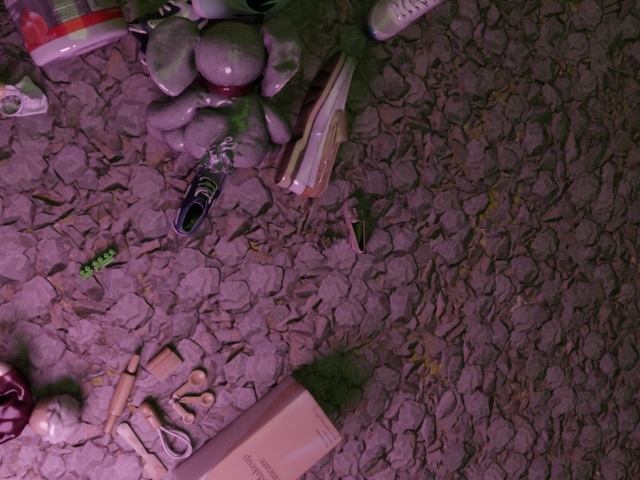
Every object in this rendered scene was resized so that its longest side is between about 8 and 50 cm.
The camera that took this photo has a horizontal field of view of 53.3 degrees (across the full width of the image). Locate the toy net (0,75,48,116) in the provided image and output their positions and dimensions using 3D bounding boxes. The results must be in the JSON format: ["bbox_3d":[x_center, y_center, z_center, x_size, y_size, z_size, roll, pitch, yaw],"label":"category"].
[{"bbox_3d":[-0.608,-0.266,1.125,0.232,0.045,0.122,20,86,-19],"label":"toy net"}]

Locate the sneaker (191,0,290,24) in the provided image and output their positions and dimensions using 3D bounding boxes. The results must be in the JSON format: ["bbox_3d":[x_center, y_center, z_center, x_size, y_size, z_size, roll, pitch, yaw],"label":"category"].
[{"bbox_3d":[-0.098,-0.458,1.198,0.256,0.151,0.094,-33,126,-44],"label":"sneaker"}]

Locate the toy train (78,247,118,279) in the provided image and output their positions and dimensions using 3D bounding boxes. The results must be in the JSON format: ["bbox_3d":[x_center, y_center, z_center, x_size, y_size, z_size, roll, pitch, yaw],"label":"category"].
[{"bbox_3d":[-0.426,0.045,1.223,0.083,0.017,0.024,-37,114,-14],"label":"toy train"}]

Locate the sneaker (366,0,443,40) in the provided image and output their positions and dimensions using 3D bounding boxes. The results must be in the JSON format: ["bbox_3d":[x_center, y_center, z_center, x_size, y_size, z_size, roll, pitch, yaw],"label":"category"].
[{"bbox_3d":[0.194,-0.515,1.364,0.228,0.092,0.087,-40,106,-11],"label":"sneaker"}]

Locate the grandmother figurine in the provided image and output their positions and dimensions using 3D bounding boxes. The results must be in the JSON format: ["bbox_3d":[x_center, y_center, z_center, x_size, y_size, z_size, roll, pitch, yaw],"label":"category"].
[{"bbox_3d":[-0.600,0.292,1.140,0.342,0.104,0.208,18,115,-22],"label":"grandmother figurine"}]

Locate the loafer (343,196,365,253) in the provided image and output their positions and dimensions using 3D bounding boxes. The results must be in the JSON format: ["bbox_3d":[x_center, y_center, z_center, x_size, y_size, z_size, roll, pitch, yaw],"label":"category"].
[{"bbox_3d":[0.080,-0.033,1.380,0.045,0.039,0.125,-9,96,-18],"label":"loafer"}]

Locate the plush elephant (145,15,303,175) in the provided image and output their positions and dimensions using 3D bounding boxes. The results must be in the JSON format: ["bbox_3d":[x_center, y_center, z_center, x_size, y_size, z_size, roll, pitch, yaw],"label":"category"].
[{"bbox_3d":[-0.166,-0.270,1.120,0.271,0.330,0.256,7,105,-12],"label":"plush elephant"}]

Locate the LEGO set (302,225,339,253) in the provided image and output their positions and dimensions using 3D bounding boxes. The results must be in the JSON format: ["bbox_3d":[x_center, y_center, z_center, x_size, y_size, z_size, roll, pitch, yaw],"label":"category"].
[{"bbox_3d":[0.000,-0.003,1.368,0.083,0.023,0.054,41,78,-3],"label":"LEGO set"}]

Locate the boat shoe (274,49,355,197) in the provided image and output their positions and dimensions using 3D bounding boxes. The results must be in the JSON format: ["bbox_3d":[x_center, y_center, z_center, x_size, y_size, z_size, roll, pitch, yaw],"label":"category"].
[{"bbox_3d":[0.009,-0.235,1.313,0.103,0.113,0.302,22,96,-20],"label":"boat shoe"}]

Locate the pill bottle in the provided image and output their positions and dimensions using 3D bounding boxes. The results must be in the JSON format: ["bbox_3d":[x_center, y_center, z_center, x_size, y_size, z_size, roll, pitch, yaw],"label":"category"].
[{"bbox_3d":[-0.470,-0.474,1.072,0.176,0.176,0.319,-27,109,-16],"label":"pill bottle"}]

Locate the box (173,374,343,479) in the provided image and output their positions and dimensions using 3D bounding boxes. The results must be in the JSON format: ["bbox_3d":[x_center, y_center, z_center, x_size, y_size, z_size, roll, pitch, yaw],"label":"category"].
[{"bbox_3d":[-0.127,0.436,1.293,0.311,0.121,0.148,-39,105,-13],"label":"box"}]

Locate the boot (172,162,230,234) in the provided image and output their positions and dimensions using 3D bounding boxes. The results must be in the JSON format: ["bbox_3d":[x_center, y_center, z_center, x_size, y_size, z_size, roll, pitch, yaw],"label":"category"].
[{"bbox_3d":[-0.224,-0.092,1.247,0.069,0.086,0.190,27,84,-18],"label":"boot"}]

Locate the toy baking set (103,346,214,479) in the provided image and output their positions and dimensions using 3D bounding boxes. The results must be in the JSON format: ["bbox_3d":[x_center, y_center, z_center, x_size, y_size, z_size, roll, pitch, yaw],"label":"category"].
[{"bbox_3d":[-0.324,0.344,1.268,0.196,0.030,0.256,26,84,-19],"label":"toy baking set"}]

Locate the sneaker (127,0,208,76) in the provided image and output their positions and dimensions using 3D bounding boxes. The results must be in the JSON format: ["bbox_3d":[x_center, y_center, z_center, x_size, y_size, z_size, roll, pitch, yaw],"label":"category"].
[{"bbox_3d":[-0.293,-0.431,1.198,0.153,0.094,0.235,-3,104,-27],"label":"sneaker"}]

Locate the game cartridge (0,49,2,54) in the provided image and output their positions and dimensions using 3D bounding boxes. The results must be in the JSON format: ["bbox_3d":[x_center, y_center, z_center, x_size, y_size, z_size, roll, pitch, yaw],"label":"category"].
[{"bbox_3d":[-0.699,-0.423,1.006,0.230,0.068,0.355,-28,110,-12],"label":"game cartridge"}]
